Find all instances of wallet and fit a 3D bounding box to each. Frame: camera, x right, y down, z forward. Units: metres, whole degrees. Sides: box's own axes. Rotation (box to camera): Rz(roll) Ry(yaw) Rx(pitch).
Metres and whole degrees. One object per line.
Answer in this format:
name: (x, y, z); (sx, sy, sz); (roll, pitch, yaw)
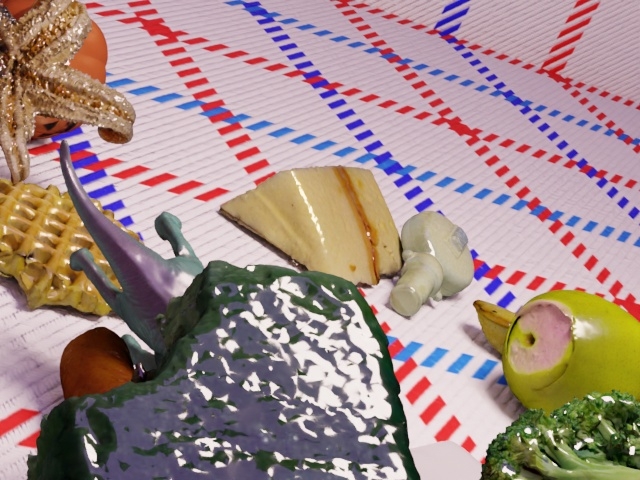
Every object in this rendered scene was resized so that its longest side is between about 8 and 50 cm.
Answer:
wallet: (0.119, 0.254, 1.775); (0.095, 0.033, 0.190); (38, 21, 32)

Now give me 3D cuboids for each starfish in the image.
starfish: (-0.377, -0.182, 1.947); (0.303, 0.113, 0.312); (-12, 60, -19)

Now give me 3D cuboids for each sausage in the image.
sausage: (-0.163, 0.183, 1.519); (0.103, 0.076, 0.302); (10, 25, -39)

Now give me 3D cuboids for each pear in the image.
pear: (0.329, 0.157, 2.101); (0.220, 0.187, 0.187); (26, 14, -49)

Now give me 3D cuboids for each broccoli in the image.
broccoli: (0.290, 0.269, 1.596); (0.308, 0.275, 0.307); (15, 55, -22)

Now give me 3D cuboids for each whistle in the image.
whistle: (0.151, 0.033, 2.299); (0.126, 0.067, 0.258); (54, 28, -6)

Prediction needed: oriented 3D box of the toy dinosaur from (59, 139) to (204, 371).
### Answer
toy dinosaur: (-0.104, 0.108, 1.574); (0.331, 0.129, 0.383); (40, -18, 54)

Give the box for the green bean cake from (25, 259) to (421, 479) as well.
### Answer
green bean cake: (-0.086, 0.172, 1.354); (0.300, 0.169, 0.308); (7, 49, -20)

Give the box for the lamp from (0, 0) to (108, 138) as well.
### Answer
lamp: (-0.368, -0.224, 2.123); (0.164, 0.187, 0.187); (12, 24, -45)

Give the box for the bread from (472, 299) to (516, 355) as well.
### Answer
bread: (0.282, 0.136, 2.260); (0.188, 0.065, 0.149); (22, 9, -6)

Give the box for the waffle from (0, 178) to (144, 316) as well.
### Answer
waffle: (-0.291, 0.004, 1.852); (0.254, 0.052, 0.245); (6, 29, -47)

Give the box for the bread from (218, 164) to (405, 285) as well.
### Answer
bread: (0.000, 0.000, 2.276); (0.240, 0.135, 0.178); (-7, 72, -59)
